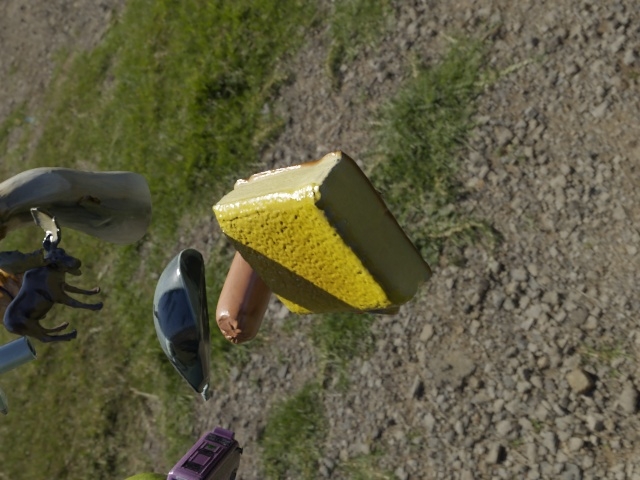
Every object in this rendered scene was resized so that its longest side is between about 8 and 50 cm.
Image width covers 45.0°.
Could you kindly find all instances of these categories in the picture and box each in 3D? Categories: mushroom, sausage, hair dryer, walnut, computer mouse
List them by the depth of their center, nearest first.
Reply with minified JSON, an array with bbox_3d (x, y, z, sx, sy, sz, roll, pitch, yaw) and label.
[{"bbox_3d":[-0.503,0.229,1.226,0.155,0.183,0.044,-23,60,-8],"label":"hair dryer"},{"bbox_3d":[-0.240,0.170,1.368,0.090,0.379,0.167,-3,41,-3],"label":"computer mouse"},{"bbox_3d":[-0.639,0.102,1.571,0.180,0.144,0.144,17,83,49],"label":"walnut"},{"bbox_3d":[-0.532,-0.067,1.576,0.126,0.397,0.177,41,115,38],"label":"mushroom"},{"bbox_3d":[-0.175,0.112,1.904,0.121,0.121,0.304,-25,35,36],"label":"sausage"}]

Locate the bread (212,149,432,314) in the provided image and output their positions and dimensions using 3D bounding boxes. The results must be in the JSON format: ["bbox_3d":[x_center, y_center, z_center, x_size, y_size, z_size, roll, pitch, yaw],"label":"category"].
[{"bbox_3d":[0.000,0.000,1.506,0.333,0.323,0.143,-8,38,44],"label":"bread"}]

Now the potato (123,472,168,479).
[{"bbox_3d":[-0.358,0.579,1.548,0.216,0.304,0.216,0,90,10],"label":"potato"}]

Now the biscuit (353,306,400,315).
[{"bbox_3d":[0.063,0.147,1.776,0.240,0.158,0.035,10,95,4],"label":"biscuit"}]

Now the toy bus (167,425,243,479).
[{"bbox_3d":[-0.216,0.433,1.453,0.087,0.178,0.098,13,109,15],"label":"toy bus"}]

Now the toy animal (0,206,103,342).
[{"bbox_3d":[-0.431,0.067,1.207,0.214,0.186,0.094,-48,33,12],"label":"toy animal"}]
